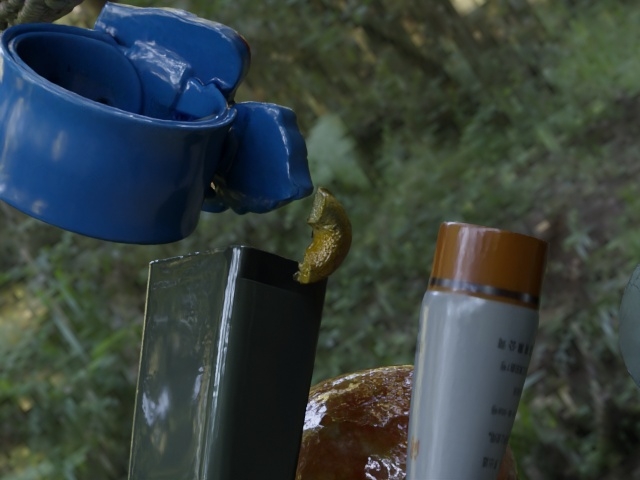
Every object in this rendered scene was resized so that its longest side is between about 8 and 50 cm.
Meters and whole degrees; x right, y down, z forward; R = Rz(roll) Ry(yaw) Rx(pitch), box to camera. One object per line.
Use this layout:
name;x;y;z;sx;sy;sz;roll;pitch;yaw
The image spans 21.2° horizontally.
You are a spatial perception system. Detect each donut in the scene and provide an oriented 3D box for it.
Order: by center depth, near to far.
donut;0.000;0.000;1.612;0.083;0.067;0.038;-45;21;-11

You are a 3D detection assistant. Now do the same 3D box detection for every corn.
corn;-0.298;-0.300;1.866;0.127;0.126;0.335;-36;15;-19

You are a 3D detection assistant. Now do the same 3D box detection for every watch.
watch;-0.176;-0.088;1.655;0.274;0.305;0.241;-21;-46;-61

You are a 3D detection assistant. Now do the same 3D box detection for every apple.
apple;0.062;0.265;1.847;0.301;0.301;0.301;-34;6;4

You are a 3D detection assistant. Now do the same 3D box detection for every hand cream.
hand cream;0.106;0.146;1.292;0.089;0.314;0.140;9;-6;3

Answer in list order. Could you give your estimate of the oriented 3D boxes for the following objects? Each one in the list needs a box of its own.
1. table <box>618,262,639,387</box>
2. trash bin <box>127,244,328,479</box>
table;0.294;0.063;1.318;0.043;0.133;0.133;11;-27;-39
trash bin;-0.097;0.140;1.667;0.164;0.122;0.240;-9;68;48
